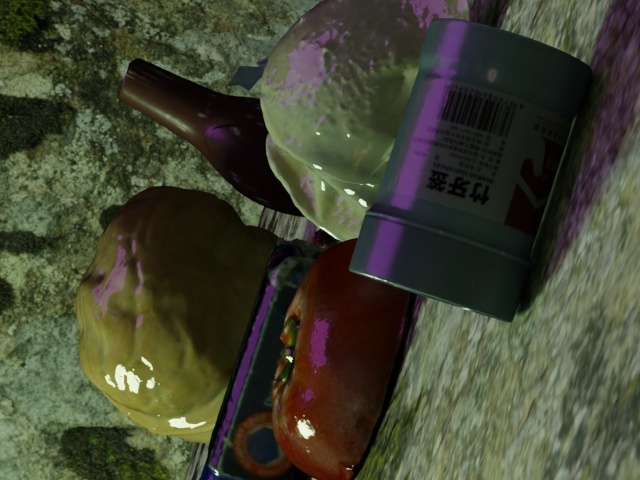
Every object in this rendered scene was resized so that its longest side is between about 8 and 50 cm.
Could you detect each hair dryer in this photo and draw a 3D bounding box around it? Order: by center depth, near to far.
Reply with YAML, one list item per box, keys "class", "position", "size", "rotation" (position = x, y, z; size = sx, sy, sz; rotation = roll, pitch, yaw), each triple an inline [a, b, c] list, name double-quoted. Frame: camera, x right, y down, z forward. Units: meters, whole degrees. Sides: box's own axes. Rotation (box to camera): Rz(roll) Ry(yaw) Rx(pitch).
- class: "hair dryer"
  position: [-0.061, -0.157, 2.206]
  size: [0.123, 0.312, 0.340]
  rotation: [-65, -13, 24]

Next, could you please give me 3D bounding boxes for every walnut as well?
- class: "walnut"
  position: [-0.139, 0.094, 1.961]
  size: [0.296, 0.285, 0.285]
  rotation: [37, -117, -51]

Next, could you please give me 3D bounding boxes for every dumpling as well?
- class: "dumpling"
  position: [0.043, -0.108, 1.479]
  size: [0.243, 0.175, 0.227]
  rotation: [85, 167, -62]

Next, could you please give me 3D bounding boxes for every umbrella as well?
- class: "umbrella"
  position: [0.000, 0.000, 2.163]
  size: [0.165, 0.025, 0.027]
  rotation: [121, 146, -79]

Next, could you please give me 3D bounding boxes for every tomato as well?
- class: "tomato"
  position: [0.011, 0.098, 1.437]
  size: [0.225, 0.085, 0.225]
  rotation: [-163, 90, -82]

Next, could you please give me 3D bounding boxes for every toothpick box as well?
- class: "toothpick box"
  position: [0.086, -0.039, 0.987]
  size: [0.101, 0.101, 0.153]
  rotation: [-167, 95, -85]

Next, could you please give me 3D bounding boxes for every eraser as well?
- class: "eraser"
  position: [-0.048, 0.163, 1.699]
  size: [0.155, 0.101, 0.332]
  rotation: [-105, 34, -82]

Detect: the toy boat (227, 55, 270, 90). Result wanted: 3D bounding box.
- class: "toy boat"
  position: [0.013, -0.244, 2.018]
  size: [0.210, 0.070, 0.291]
  rotation: [-50, 25, -13]
